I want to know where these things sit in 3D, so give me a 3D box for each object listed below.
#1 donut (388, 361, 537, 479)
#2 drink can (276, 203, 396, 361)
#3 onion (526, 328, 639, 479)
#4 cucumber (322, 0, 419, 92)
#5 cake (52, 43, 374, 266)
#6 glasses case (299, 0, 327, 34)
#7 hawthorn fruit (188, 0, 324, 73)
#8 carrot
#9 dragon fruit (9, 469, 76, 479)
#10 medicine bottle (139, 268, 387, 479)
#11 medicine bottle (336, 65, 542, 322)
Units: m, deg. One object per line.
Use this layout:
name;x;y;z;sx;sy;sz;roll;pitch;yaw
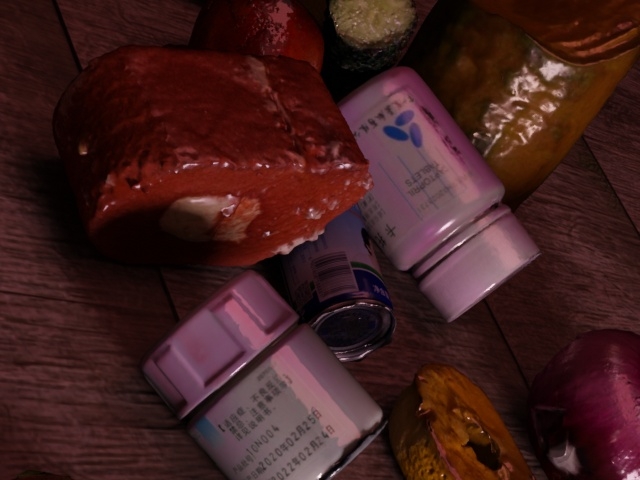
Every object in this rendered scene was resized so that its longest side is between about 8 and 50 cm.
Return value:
donut;0.130;0.204;1.366;0.162;0.065;0.178;15;41;-51
drink can;0.000;0.000;1.407;0.097;0.097;0.235;20;38;-39
onion;0.305;0.201;1.498;0.200;0.200;0.207;-44;123;-61
cucumber;0.042;-0.216;1.603;0.096;0.096;0.359;47;-5;0
cake;-0.098;-0.066;1.269;0.283;0.177;0.151;-4;55;-40
glasses case;-0.055;-0.347;1.708;0.371;0.141;0.173;15;28;-44
hawthorn fruit;-0.074;-0.181;1.502;0.148;0.148;0.172;35;56;-21
carrot;0.226;-0.202;1.752;0.241;0.341;0.241;31;17;-11
dragon fruit;-0.161;0.222;0.924;0.175;0.142;0.138;44;64;-45
medicine bottle;-0.047;0.122;1.158;0.168;0.135;0.135;50;29;2
medicine bottle;0.112;-0.049;1.555;0.254;0.152;0.152;54;30;8
